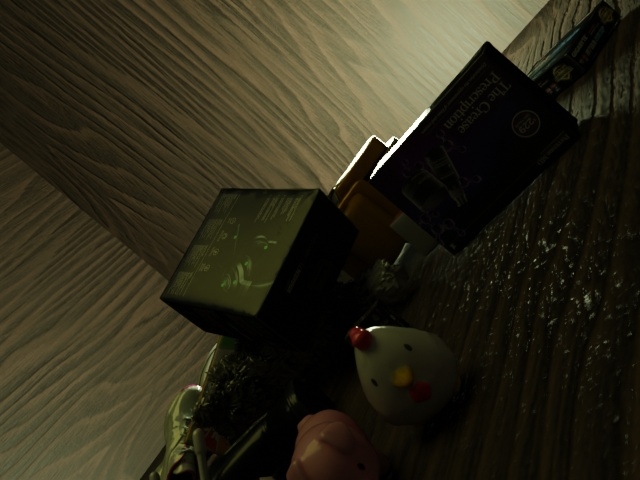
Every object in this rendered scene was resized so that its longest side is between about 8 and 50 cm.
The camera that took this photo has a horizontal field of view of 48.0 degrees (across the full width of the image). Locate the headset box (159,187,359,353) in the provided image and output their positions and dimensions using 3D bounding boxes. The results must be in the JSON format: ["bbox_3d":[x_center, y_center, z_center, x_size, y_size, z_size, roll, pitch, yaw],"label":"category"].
[{"bbox_3d":[-0.100,0.042,1.244,0.283,0.131,0.246,3,59,43],"label":"headset box"}]

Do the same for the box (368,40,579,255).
[{"bbox_3d":[0.228,-0.135,1.091,0.261,0.184,0.103,-49,5,29],"label":"box"}]

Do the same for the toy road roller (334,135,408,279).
[{"bbox_3d":[0.122,-0.053,1.528,0.330,0.202,0.240,-55,7,0],"label":"toy road roller"}]

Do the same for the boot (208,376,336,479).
[{"bbox_3d":[-0.071,0.296,1.012,0.207,0.094,0.246,-47,-4,-4],"label":"boot"}]

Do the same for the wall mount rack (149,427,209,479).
[{"bbox_3d":[-0.230,0.453,1.007,0.350,0.130,0.304,-47,9,44],"label":"wall mount rack"}]

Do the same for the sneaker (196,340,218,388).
[{"bbox_3d":[-0.194,0.299,2.151,0.447,0.169,0.257,-49,0,-24],"label":"sneaker"}]

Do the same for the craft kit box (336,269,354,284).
[{"bbox_3d":[-0.047,0.112,1.539,0.061,0.246,0.250,-50,3,-42],"label":"craft kit box"}]

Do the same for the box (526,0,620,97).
[{"bbox_3d":[0.465,-0.341,1.402,0.175,0.051,0.220,-52,3,-25],"label":"box"}]

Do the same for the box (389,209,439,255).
[{"bbox_3d":[0.225,-0.078,1.333,0.130,0.091,0.170,-47,4,45],"label":"box"}]

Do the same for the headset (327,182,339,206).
[{"bbox_3d":[0.125,-0.117,1.953,0.394,0.185,0.243,-12,-12,35],"label":"headset"}]

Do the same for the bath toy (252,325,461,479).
[{"bbox_3d":[-0.003,0.220,0.680,0.348,0.129,0.151,-51,37,-3],"label":"bath toy"}]

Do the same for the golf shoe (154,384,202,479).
[{"bbox_3d":[-0.307,0.486,1.663,0.140,0.115,0.306,-25,50,56],"label":"golf shoe"}]

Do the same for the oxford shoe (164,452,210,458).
[{"bbox_3d":[-0.326,0.539,1.898,0.098,0.097,0.271,-42,7,29],"label":"oxford shoe"}]

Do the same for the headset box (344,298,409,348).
[{"bbox_3d":[0.081,0.138,1.061,0.083,0.062,0.032,-50,2,21],"label":"headset box"}]

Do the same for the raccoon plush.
[{"bbox_3d":[-0.063,0.201,1.265,0.446,0.216,0.299,-46,13,54],"label":"raccoon plush"}]

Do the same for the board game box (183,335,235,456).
[{"bbox_3d":[-0.180,0.308,1.479,0.039,0.124,0.260,-45,26,58],"label":"board game box"}]
